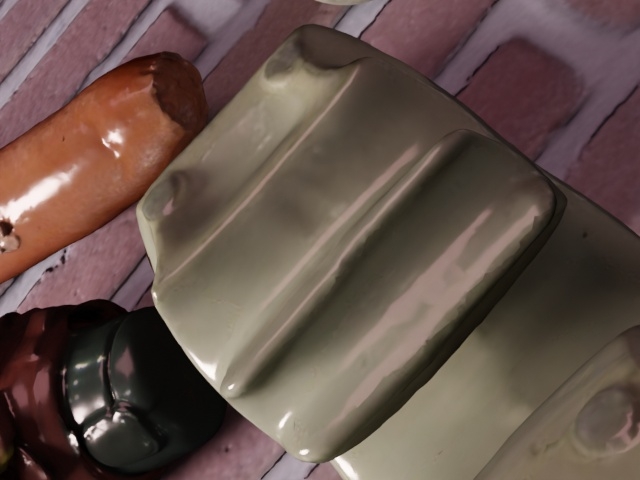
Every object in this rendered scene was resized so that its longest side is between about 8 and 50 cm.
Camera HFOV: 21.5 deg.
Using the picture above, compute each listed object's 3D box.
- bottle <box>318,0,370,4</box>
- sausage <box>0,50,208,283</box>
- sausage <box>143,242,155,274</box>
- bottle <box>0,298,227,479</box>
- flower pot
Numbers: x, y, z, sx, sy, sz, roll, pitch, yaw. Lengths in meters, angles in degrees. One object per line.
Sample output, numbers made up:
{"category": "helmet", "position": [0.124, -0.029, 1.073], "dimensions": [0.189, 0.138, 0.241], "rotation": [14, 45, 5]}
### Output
{"category": "bottle", "position": [0.011, -0.273, 1.160], "dimensions": [0.104, 0.104, 0.245], "rotation": [-32, 39, 26]}
{"category": "sausage", "position": [-0.239, -0.011, 1.226], "dimensions": [0.419, 0.094, 0.094], "rotation": [-30, 55, 29]}
{"category": "sausage", "position": [0.000, 0.001, 0.925], "dimensions": [0.274, 0.105, 0.105], "rotation": [8, 65, 53]}
{"category": "bottle", "position": [-0.176, 0.113, 0.985], "dimensions": [0.271, 0.143, 0.156], "rotation": [-24, 25, 34]}
{"category": "flower pot", "position": [0.089, 0.076, 0.614], "dimensions": [0.164, 0.254, 0.367], "rotation": [-48, 36, 4]}
